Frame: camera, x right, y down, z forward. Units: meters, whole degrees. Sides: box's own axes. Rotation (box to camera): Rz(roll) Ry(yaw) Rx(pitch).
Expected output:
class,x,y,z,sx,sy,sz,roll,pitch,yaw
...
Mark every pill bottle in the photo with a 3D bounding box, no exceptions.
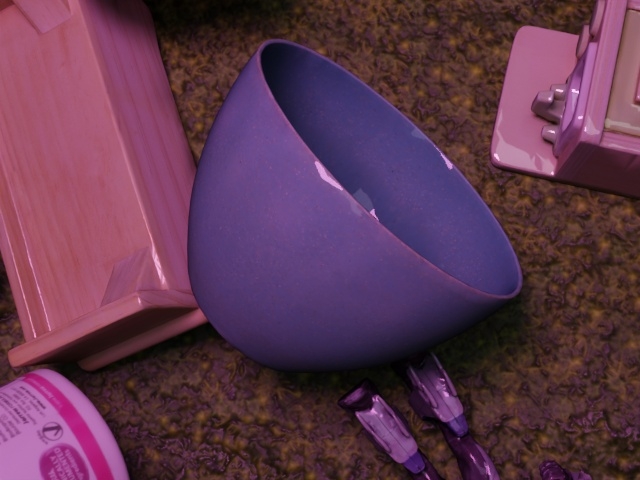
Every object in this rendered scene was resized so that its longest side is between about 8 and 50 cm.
class,x,y,z,sx,sy,sz,roll,pitch,yaw
pill bottle,-0.305,0.232,0.807,0.283,0.160,0.160,-28,77,-36

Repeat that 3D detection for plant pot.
class,x,y,z,sx,sy,sz,roll,pitch,yaw
plant pot,0.000,0.000,0.876,0.290,0.290,0.195,48,112,10

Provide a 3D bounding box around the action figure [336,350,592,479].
class,x,y,z,sx,sy,sz,roll,pitch,yaw
action figure,0.132,0.230,0.893,0.185,0.099,0.285,-35,84,-15

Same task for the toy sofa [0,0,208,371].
class,x,y,z,sx,sy,sz,roll,pitch,yaw
toy sofa,-0.221,-0.070,0.952,0.150,0.177,0.362,-24,78,21

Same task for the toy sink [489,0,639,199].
class,x,y,z,sx,sy,sz,roll,pitch,yaw
toy sink,0.291,-0.132,0.948,0.234,0.131,0.152,13,78,4
